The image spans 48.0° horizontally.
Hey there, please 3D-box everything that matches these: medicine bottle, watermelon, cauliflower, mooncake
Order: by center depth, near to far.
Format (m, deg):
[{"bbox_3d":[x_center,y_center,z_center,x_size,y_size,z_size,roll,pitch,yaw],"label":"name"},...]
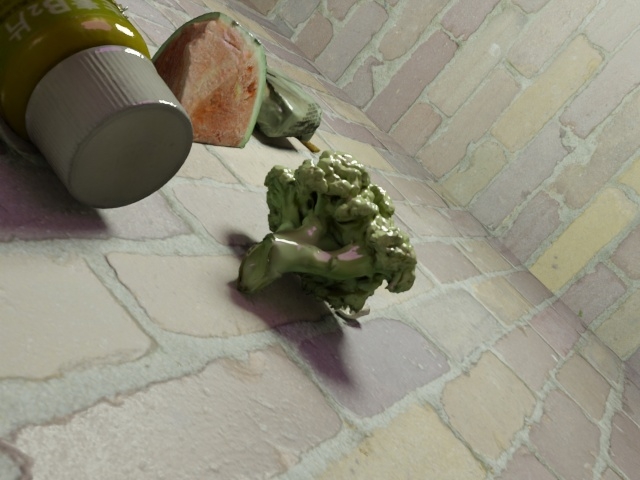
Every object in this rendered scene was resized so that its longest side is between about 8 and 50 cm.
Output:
[{"bbox_3d":[-0.356,-0.239,1.011,0.384,0.224,0.224,50,20,24],"label":"medicine bottle"},{"bbox_3d":[0.012,-0.017,1.194,0.327,0.261,0.281,25,7,22],"label":"cauliflower"},{"bbox_3d":[-0.218,-0.313,1.543,0.250,0.283,0.293,12,57,-31],"label":"watermelon"},{"bbox_3d":[-0.128,-0.367,1.932,0.250,0.136,0.254,46,23,20],"label":"mooncake"}]

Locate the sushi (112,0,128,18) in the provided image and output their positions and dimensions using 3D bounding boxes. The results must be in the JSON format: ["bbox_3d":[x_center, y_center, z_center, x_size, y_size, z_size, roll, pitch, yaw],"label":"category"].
[{"bbox_3d":[-0.465,-0.453,1.469,0.147,0.115,0.212,34,18,-20],"label":"sushi"}]

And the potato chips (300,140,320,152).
[{"bbox_3d":[-0.079,-0.330,2.121,0.204,0.037,0.026,48,28,3],"label":"potato chips"}]

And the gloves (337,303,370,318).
[{"bbox_3d":[0.065,0.127,1.317,0.080,0.037,0.044,15,-9,-25],"label":"gloves"}]
